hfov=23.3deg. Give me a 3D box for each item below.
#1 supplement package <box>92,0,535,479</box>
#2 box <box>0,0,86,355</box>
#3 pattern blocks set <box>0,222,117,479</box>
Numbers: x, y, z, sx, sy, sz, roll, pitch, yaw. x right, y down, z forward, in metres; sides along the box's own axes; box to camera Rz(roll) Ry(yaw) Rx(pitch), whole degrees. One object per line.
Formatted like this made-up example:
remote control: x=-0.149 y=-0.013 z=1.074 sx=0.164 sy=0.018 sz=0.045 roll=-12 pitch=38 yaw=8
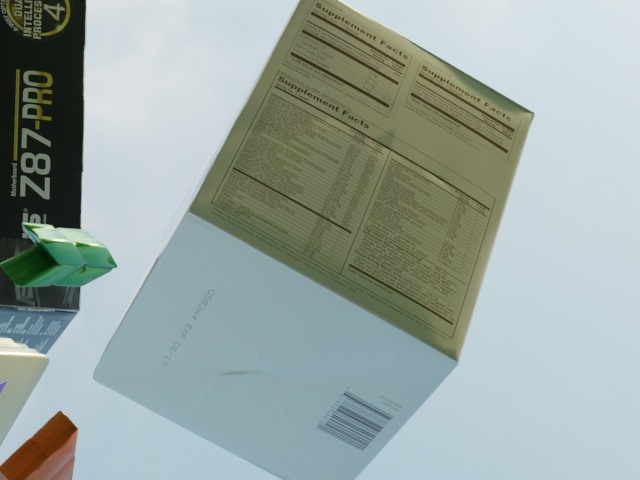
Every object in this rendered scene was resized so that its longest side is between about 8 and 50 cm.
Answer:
supplement package: x=0.000 y=0.000 z=1.105 sx=0.198 sy=0.199 sz=0.262 roll=29 pitch=-135 yaw=-6
box: x=-0.298 y=-0.035 z=1.461 sx=0.097 sy=0.395 sz=0.318 roll=3 pitch=-108 yaw=-19
pattern blocks set: x=-0.223 y=0.119 z=0.740 sx=0.026 sy=0.285 sz=0.324 roll=39 pitch=-84 yaw=28
